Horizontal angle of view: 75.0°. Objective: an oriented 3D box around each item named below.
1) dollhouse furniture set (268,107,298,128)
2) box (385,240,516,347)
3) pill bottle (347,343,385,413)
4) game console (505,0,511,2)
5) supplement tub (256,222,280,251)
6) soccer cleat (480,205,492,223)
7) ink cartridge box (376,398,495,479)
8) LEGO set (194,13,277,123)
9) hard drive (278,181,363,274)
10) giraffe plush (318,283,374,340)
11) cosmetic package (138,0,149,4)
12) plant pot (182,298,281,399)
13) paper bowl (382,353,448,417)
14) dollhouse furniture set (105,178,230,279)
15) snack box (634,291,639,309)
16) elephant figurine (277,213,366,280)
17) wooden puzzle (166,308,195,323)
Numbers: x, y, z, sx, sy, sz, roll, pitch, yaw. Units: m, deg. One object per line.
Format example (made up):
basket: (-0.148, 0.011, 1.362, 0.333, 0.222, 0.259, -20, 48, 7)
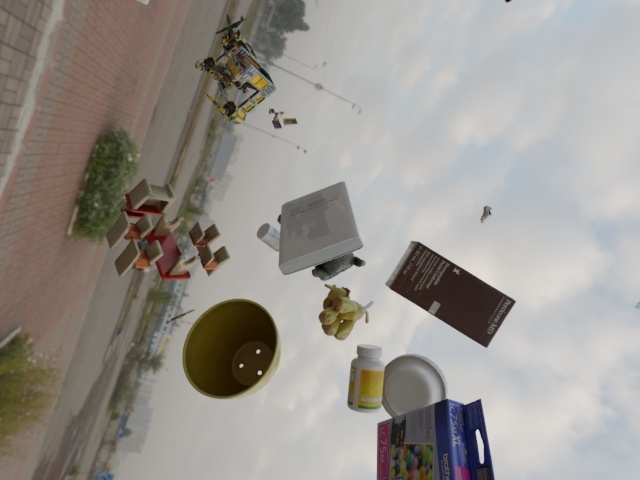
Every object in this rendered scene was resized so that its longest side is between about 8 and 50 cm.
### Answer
dollhouse furniture set: (-0.146, -0.537, 1.773, 0.081, 0.114, 0.091, -39, -112, 53)
box: (0.434, 0.179, 1.428, 0.191, 0.381, 0.143, -59, 179, 1)
pill bottle: (0.157, 0.465, 1.419, 0.117, 0.118, 0.208, 171, -75, -71)
game console: (0.371, -0.510, 0.713, 0.124, 0.085, 0.144, -53, -167, -15)
supplement tub: (-0.180, -0.010, 1.572, 0.071, 0.107, 0.071, -24, -135, 27)
soccer cleat: (0.657, -0.099, 1.651, 0.036, 0.029, 0.083, 29, -47, 36)
ink cartridge box: (0.234, 0.469, 0.918, 0.311, 0.065, 0.185, -44, -151, 44)
LEGO set: (-0.319, -0.593, 1.442, 0.255, 0.192, 0.331, -24, -107, 19)
hard drive: (-0.008, -0.045, 1.091, 0.203, 0.040, 0.307, -20, -148, 9)
giraffe plush: (0.072, 0.243, 1.572, 0.170, 0.210, 0.181, 46, -20, 52)
cosmetic package: (-0.395, -0.604, 0.836, 0.151, 0.151, 0.183, -56, -151, 36)
plant pot: (-0.111, 0.163, 0.591, 0.095, 0.134, 0.134, 68, 27, -57)
paper bowl: (0.380, 0.625, 1.743, 0.148, 0.284, 0.284, 22, 87, -68)
dollhouse furniture set: (-0.400, -0.011, 1.043, 0.135, 0.262, 0.259, -40, -115, 25)
snack box: (0.628, -0.044, 0.705, 0.060, 0.187, 0.322, 20, -106, 33)
elephant figurine: (0.000, 0.000, 1.363, 0.186, 0.239, 0.169, -28, -157, -11)
wooden puzzle: (-0.341, 0.184, 1.029, 0.049, 0.006, 0.083, -24, 180, 12)
